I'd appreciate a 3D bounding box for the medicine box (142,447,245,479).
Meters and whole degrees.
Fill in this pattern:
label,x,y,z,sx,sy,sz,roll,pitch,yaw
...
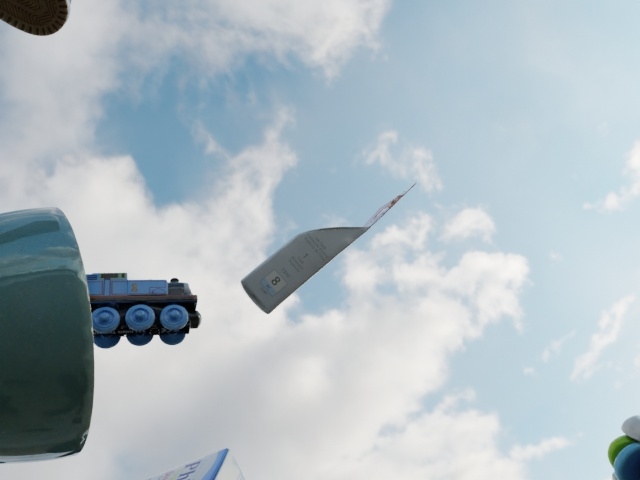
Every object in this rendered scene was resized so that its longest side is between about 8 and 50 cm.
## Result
label,x,y,z,sx,sy,sz,roll,pitch,yaw
medicine box,-0.309,0.582,1.102,0.289,0.263,0.149,-24,-86,6

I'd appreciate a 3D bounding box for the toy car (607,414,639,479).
label,x,y,z,sx,sy,sz,roll,pitch,yaw
toy car,0.618,0.421,1.003,0.136,0.182,0.159,-4,-76,-56

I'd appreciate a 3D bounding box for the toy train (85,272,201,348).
label,x,y,z,sx,sy,sz,roll,pitch,yaw
toy train,-0.278,0.104,0.854,0.184,0.105,0.080,0,-36,-18

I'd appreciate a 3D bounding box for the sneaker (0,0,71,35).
label,x,y,z,sx,sy,sz,roll,pitch,yaw
sneaker,-0.430,-0.361,0.661,0.282,0.153,0.099,36,-76,-29

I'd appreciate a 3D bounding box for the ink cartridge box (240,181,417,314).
label,x,y,z,sx,sy,sz,roll,pitch,yaw
ink cartridge box,0.000,0.000,1.174,0.385,0.308,0.091,-41,-90,-10

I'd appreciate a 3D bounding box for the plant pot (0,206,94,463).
label,x,y,z,sx,sy,sz,roll,pitch,yaw
plant pot,-0.386,0.110,0.600,0.196,0.290,0.290,-4,-57,-37
